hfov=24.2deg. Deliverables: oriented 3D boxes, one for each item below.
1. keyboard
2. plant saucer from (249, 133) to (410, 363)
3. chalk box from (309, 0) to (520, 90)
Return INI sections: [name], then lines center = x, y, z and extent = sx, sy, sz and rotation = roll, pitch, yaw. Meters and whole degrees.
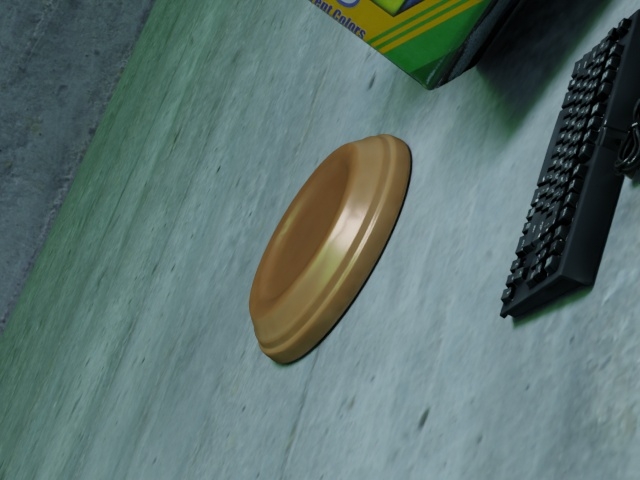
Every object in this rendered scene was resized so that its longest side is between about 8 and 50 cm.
[keyboard]
center = 0.147, -0.048, 0.814
extent = 0.108, 0.023, 0.180
rotation = -34, 31, 58
[plant saucer]
center = 0.000, 0.000, 1.165
extent = 0.200, 0.037, 0.200
rotation = -54, 17, 25
[chalk box]
center = 0.100, -0.273, 0.987
extent = 0.289, 0.179, 0.180
rotation = -56, -6, 19
